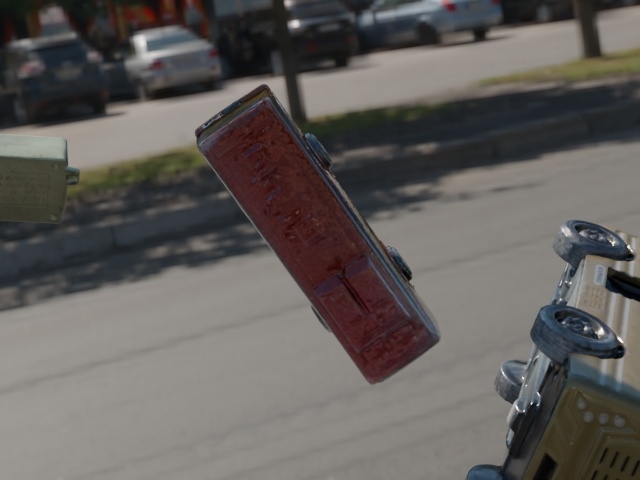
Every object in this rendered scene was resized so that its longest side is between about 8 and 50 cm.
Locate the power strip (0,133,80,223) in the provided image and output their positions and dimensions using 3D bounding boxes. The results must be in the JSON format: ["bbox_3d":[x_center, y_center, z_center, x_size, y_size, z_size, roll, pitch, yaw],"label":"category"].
[{"bbox_3d":[-0.307,-0.059,1.277,0.175,0.075,0.042,4,37,-12],"label":"power strip"}]

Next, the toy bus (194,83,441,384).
[{"bbox_3d":[0.000,0.000,0.847,0.065,0.192,0.077,-35,11,6],"label":"toy bus"}]

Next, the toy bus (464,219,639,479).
[{"bbox_3d":[0.192,0.099,0.878,0.157,0.139,0.289,23,21,6],"label":"toy bus"}]
